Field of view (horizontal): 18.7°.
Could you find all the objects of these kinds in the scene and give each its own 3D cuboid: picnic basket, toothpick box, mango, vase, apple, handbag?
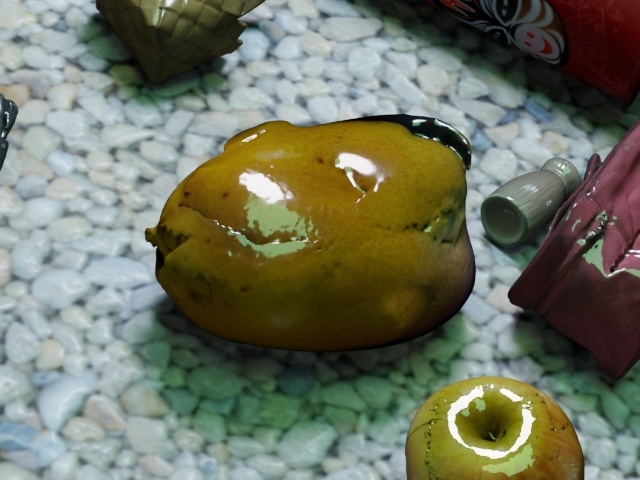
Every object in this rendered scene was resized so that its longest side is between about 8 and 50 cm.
[{"bbox_3d":[-0.109,-0.238,1.774,0.178,0.128,0.138,-29,63,-16],"label":"picnic basket"},{"bbox_3d":[0.197,-0.293,1.874,0.333,0.204,0.204,29,47,9],"label":"toothpick box"},{"bbox_3d":[0.000,0.000,1.574,0.287,0.153,0.201,-4,45,-21],"label":"mango"},{"bbox_3d":[0.191,-0.037,1.738,0.053,0.053,0.100,39,45,19],"label":"vase"},{"bbox_3d":[0.133,0.178,1.477,0.146,0.146,0.146,9,46,-9],"label":"apple"},{"bbox_3d":[0.263,-0.001,1.664,0.135,0.146,0.225,35,48,8],"label":"handbag"}]

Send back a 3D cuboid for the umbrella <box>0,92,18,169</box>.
[{"bbox_3d":[-0.305,-0.042,1.584,0.066,0.059,0.236,31,46,-12],"label":"umbrella"}]
